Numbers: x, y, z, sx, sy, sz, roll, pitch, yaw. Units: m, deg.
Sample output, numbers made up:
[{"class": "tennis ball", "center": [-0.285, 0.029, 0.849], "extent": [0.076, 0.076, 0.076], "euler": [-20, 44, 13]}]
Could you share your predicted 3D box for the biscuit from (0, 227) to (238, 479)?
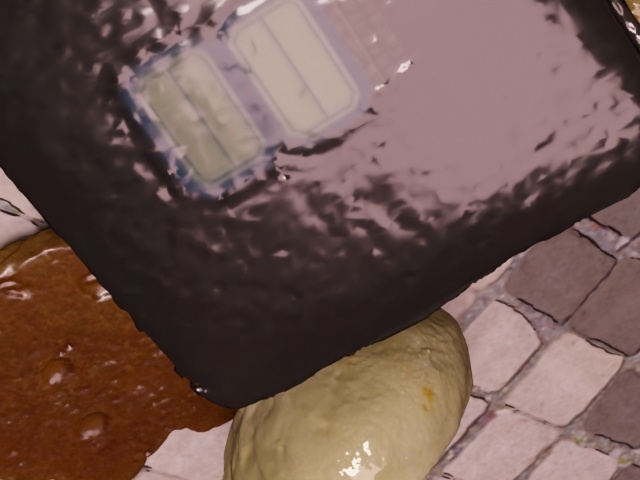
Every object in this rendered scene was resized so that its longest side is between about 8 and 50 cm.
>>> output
[{"class": "biscuit", "center": [-0.178, 0.081, 1.001], "extent": [0.290, 0.041, 0.208], "euler": [12, 120, -28]}]

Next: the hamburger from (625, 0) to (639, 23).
[{"class": "hamburger", "center": [0.244, -0.129, 0.952], "extent": [0.215, 0.122, 0.189], "euler": [10, 119, -29]}]

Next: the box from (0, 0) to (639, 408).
[{"class": "box", "center": [-0.018, -0.108, 0.827], "extent": [0.350, 0.091, 0.359], "euler": [-33, 112, 12]}]

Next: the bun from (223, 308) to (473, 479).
[{"class": "bun", "center": [0.003, 0.110, 0.990], "extent": [0.222, 0.222, 0.127], "euler": [-40, 107, 11]}]
